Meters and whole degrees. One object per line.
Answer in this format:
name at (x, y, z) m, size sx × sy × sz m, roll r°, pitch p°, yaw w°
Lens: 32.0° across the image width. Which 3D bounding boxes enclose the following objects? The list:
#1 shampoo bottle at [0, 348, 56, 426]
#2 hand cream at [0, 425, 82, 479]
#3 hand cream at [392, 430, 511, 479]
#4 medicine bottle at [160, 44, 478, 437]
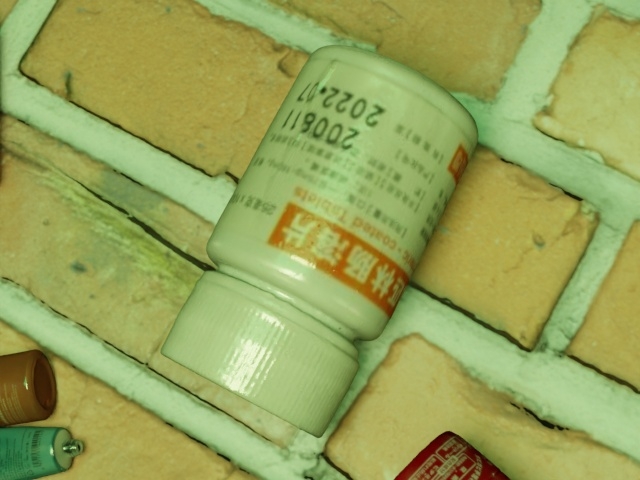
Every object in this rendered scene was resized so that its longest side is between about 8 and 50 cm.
shampoo bottle at (-0.427, 0.183, 1.268) m, size 0.244 × 0.085 × 0.085 m, roll -12°, pitch 73°, yaw 6°
hand cream at (-0.375, 0.249, 1.267) m, size 0.224 × 0.048 × 0.083 m, roll -8°, pitch 73°, yaw 14°
hand cream at (0.113, 0.293, 1.090) m, size 0.125 × 0.193 × 0.193 m, roll 41°, pitch 85°, yaw 19°
medicine bottle at (0.000, 0.000, 1.178) m, size 0.211 × 0.211 × 0.371 m, roll 25°, pitch 80°, yaw 15°
